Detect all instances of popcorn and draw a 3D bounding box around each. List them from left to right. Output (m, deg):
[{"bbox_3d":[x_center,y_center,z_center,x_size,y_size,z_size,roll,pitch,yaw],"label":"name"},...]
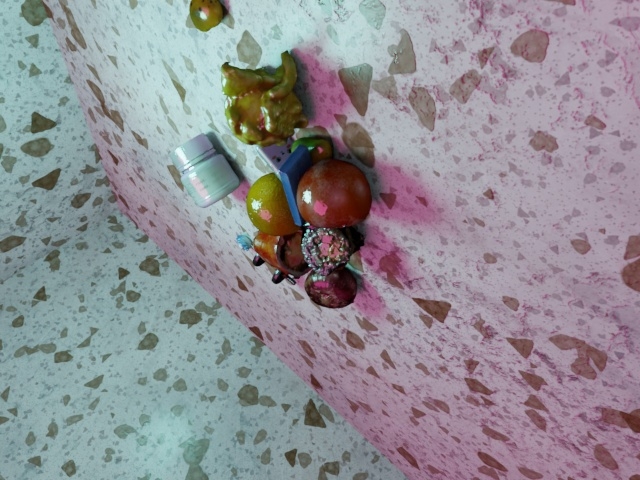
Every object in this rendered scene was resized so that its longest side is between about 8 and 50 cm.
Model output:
[{"bbox_3d":[-0.178,-0.471,1.535,0.290,0.326,0.321,45,-169,-4],"label":"popcorn"}]

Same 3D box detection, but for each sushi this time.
[{"bbox_3d":[0.048,0.009,1.812,0.239,0.219,0.224,-10,98,35],"label":"sushi"}]

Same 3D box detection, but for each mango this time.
[{"bbox_3d":[-0.412,-0.811,1.613,0.178,0.090,0.115,16,145,55],"label":"mango"},{"bbox_3d":[-0.031,-0.320,1.673,0.191,0.085,0.122,19,137,43],"label":"mango"}]

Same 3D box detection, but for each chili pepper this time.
[{"bbox_3d":[-0.167,0.031,2.156,0.251,0.229,0.305,30,175,-27],"label":"chili pepper"}]

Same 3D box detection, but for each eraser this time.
[{"bbox_3d":[-0.071,-0.195,1.681,0.043,0.144,0.311,23,152,23],"label":"eraser"}]

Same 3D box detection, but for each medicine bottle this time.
[{"bbox_3d":[-0.559,-0.336,2.182,0.241,0.241,0.301,-7,119,55],"label":"medicine bottle"}]

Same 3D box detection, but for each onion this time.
[{"bbox_3d":[0.049,0.205,2.063,0.247,0.190,0.246,14,135,14],"label":"onion"}]

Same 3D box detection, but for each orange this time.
[{"bbox_3d":[-0.173,-0.147,1.879,0.274,0.274,0.274,33,146,26],"label":"orange"}]

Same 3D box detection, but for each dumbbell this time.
[{"bbox_3d":[-0.252,0.126,2.405,0.325,0.143,0.143,41,149,14],"label":"dumbbell"}]

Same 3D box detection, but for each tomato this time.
[{"bbox_3d":[0.045,-0.164,1.583,0.265,0.265,0.264,33,146,26],"label":"tomato"}]

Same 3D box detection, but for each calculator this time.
[{"bbox_3d":[-0.142,-0.322,1.762,0.246,0.141,0.045,52,162,-4],"label":"calculator"}]

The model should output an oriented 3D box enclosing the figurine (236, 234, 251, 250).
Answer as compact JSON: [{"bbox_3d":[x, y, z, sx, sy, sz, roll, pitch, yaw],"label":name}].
[{"bbox_3d":[-0.441,0.011,2.582,0.114,0.079,0.114,38,-165,-12],"label":"figurine"}]

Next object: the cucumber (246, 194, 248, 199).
[{"bbox_3d":[-0.278,-0.219,2.135,0.215,0.058,0.052,-14,79,54],"label":"cucumber"}]
